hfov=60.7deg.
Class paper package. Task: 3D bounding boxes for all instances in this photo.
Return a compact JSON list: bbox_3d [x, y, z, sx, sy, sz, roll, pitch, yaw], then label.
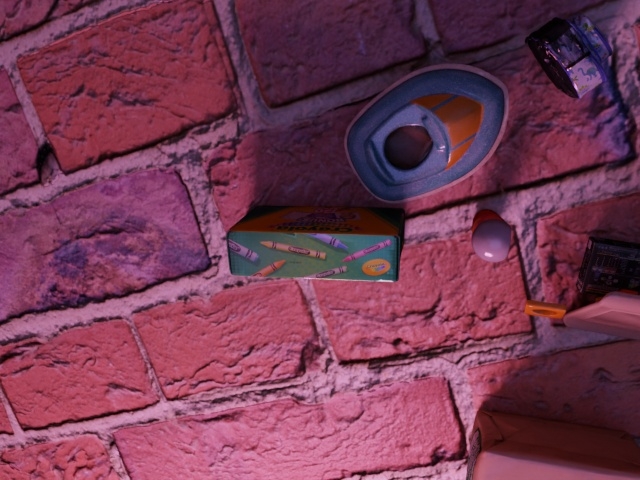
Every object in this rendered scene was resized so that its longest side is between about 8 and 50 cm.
[{"bbox_3d":[0.418,0.510,0.990,0.310,0.168,0.324,6,99,9],"label":"paper package"}]

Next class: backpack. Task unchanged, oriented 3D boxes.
[{"bbox_3d":[0.371,-0.271,0.800,0.084,0.105,0.114,-34,104,21],"label":"backpack"}]

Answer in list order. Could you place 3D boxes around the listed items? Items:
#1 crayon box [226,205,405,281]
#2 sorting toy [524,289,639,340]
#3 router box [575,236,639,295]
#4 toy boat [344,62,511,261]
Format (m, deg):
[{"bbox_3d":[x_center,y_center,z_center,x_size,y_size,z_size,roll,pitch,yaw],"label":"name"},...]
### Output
[{"bbox_3d":[0.000,0.000,0.933,0.279,0.165,0.081,2,108,11],"label":"crayon box"},{"bbox_3d":[0.513,0.116,0.882,0.348,0.196,0.047,10,72,8],"label":"sorting toy"},{"bbox_3d":[0.505,0.050,0.915,0.123,0.038,0.092,10,109,9],"label":"router box"},{"bbox_3d":[0.204,-0.114,0.863,0.268,0.148,0.318,-33,99,19],"label":"toy boat"}]
